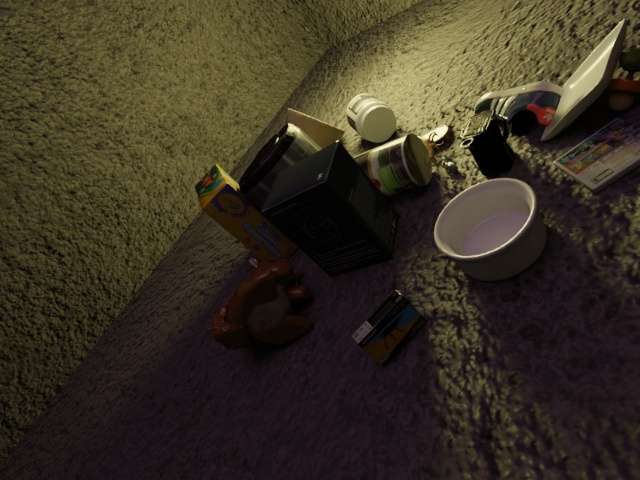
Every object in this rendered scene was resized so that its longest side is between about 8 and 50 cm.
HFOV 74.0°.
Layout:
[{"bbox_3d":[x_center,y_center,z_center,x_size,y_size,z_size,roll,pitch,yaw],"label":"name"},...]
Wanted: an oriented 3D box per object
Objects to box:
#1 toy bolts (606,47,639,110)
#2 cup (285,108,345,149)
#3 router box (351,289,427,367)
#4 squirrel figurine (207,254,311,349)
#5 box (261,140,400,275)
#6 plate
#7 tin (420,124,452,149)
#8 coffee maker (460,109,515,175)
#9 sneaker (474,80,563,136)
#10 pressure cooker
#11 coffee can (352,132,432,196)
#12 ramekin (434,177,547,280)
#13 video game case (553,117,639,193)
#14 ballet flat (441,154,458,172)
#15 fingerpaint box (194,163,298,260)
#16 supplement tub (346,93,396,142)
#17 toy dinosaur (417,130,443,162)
[{"bbox_3d":[0.897,-0.416,1.118,0.218,0.159,0.228,13,20,16],"label":"toy bolts"},{"bbox_3d":[-0.062,-0.546,2.316,0.237,0.330,0.331,-68,27,13],"label":"cup"},{"bbox_3d":[0.191,0.243,1.168,0.179,0.133,0.046,-46,29,-1],"label":"router box"},{"bbox_3d":[-0.245,0.219,1.615,0.396,0.281,0.370,-36,25,10],"label":"squirrel figurine"},{"bbox_3d":[0.046,-0.094,1.499,0.293,0.395,0.212,-20,39,36],"label":"box"},{"bbox_3d":[0.789,-0.460,1.264,0.277,0.045,0.278,-59,-6,-22],"label":"plate"},{"bbox_3d":[0.449,-0.408,1.748,0.189,0.040,0.106,-27,30,29],"label":"tin"},{"bbox_3d":[0.530,-0.295,1.364,0.171,0.178,0.120,-47,28,-8],"label":"coffee maker"},{"bbox_3d":[0.646,-0.427,1.451,0.350,0.131,0.148,-161,82,-72],"label":"sneaker"},{"bbox_3d":[-0.090,-0.232,1.813,0.370,0.420,0.375,-52,20,-1],"label":"pressure cooker"},{"bbox_3d":[0.260,-0.272,1.646,0.275,0.201,0.202,-15,41,41],"label":"coffee can"},{"bbox_3d":[0.466,-0.023,1.155,0.277,0.135,0.277,-32,32,23],"label":"ramekin"},{"bbox_3d":[0.773,-0.232,1.145,0.201,0.023,0.184,-37,31,16],"label":"video game case"},{"bbox_3d":[0.467,-0.279,1.565,0.041,0.041,0.114,-37,30,14],"label":"ballet flat"},{"bbox_3d":[-0.350,-0.110,1.957,0.163,0.445,0.371,-45,30,1],"label":"fingerpaint box"},{"bbox_3d":[0.245,-0.598,2.073,0.191,0.191,0.272,-39,31,10],"label":"supplement tub"},{"bbox_3d":[0.424,-0.389,1.677,0.092,0.053,0.183,-39,50,22],"label":"toy dinosaur"}]
